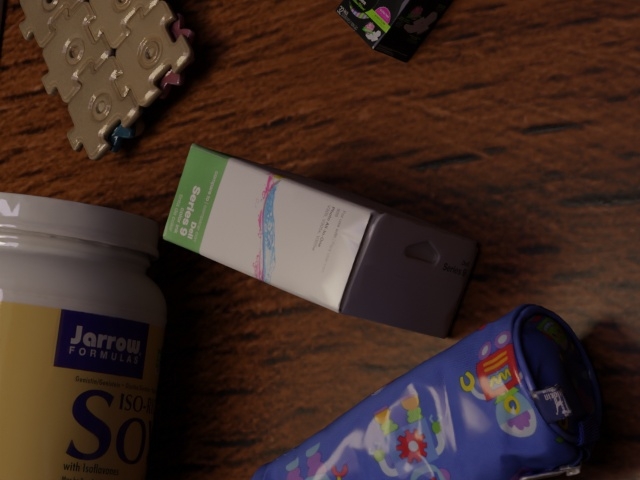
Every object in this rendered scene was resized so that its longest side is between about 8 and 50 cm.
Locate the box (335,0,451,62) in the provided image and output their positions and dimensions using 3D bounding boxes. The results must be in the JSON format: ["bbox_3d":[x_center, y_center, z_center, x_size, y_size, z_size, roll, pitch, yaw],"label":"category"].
[{"bbox_3d":[0.067,-0.209,1.552,0.083,0.052,0.062,-52,55,17],"label":"box"}]

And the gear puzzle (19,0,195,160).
[{"bbox_3d":[-0.226,-0.241,1.806,0.175,0.044,0.339,-45,54,25],"label":"gear puzzle"}]

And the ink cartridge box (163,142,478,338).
[{"bbox_3d":[0.000,0.000,1.494,0.212,0.154,0.093,20,93,39],"label":"ink cartridge box"}]

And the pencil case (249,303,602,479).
[{"bbox_3d":[0.085,0.172,1.413,0.306,0.119,0.133,-34,69,28],"label":"pencil case"}]

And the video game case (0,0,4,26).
[{"bbox_3d":[-0.462,-0.237,1.993,0.300,0.036,0.329,-1,81,39],"label":"video game case"}]

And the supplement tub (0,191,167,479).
[{"bbox_3d":[-0.267,0.135,1.623,0.241,0.241,0.331,2,82,39],"label":"supplement tub"}]
